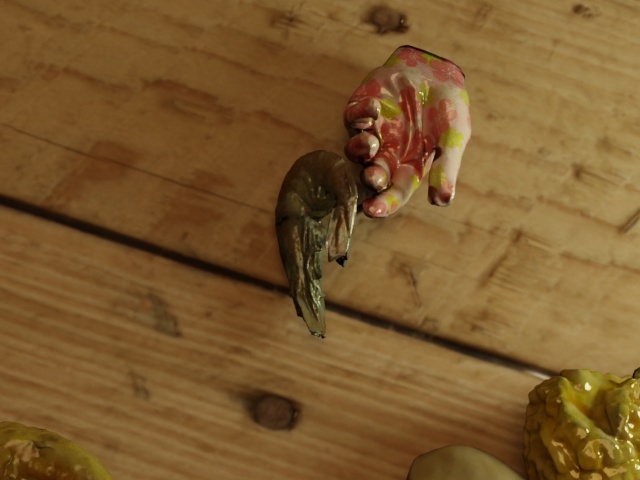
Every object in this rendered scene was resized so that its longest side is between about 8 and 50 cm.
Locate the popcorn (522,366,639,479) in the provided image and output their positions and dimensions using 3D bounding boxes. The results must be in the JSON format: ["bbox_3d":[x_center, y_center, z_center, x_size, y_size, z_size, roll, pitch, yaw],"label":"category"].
[{"bbox_3d":[0.296,0.216,1.844,0.170,0.180,0.180,-48,71,18],"label":"popcorn"}]

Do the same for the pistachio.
[{"bbox_3d":[0.177,0.303,1.792,0.223,0.126,0.152,40,27,18],"label":"pistachio"}]

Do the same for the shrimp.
[{"bbox_3d":[0.000,0.000,1.949,0.047,0.126,0.223,15,59,-41],"label":"shrimp"}]

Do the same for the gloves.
[{"bbox_3d":[0.090,-0.113,2.004,0.145,0.126,0.241,37,60,-17],"label":"gloves"}]

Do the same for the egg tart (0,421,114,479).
[{"bbox_3d":[-0.329,0.345,1.752,0.319,0.128,0.319,0,63,0],"label":"egg tart"}]
